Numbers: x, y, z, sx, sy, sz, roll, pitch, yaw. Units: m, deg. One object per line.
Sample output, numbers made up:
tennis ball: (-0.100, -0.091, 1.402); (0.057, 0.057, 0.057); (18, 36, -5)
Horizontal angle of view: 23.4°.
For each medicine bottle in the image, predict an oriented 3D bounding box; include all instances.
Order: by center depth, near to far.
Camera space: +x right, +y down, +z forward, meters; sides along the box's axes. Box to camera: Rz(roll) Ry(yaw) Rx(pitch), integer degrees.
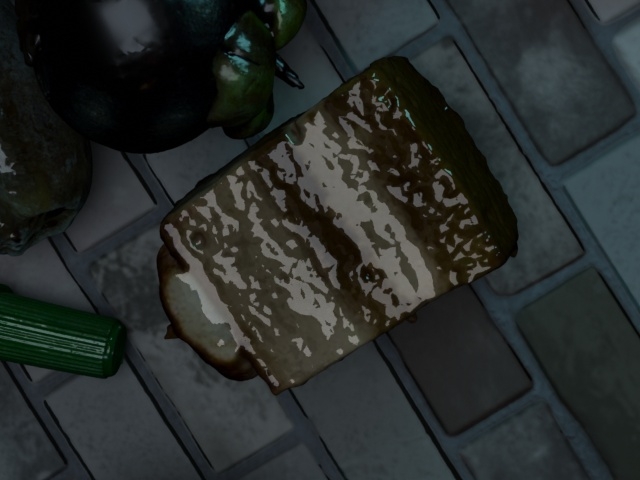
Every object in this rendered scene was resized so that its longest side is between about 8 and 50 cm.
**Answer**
medicine bottle: (-0.325, 0.067, 1.377); (0.309, 0.076, 0.111); (11, 97, 5)

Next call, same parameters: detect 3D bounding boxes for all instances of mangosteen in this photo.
mangosteen: (-0.128, -0.176, 1.248); (0.243, 0.243, 0.243); (1, 95, 7)

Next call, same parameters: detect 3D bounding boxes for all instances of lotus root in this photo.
lotus root: (-0.309, -0.143, 1.330); (0.158, 0.140, 0.322); (-31, 86, 33)

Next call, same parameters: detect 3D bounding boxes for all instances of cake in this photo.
cake: (0.000, 0.000, 1.275); (0.293, 0.199, 0.196); (-34, 95, 13)
